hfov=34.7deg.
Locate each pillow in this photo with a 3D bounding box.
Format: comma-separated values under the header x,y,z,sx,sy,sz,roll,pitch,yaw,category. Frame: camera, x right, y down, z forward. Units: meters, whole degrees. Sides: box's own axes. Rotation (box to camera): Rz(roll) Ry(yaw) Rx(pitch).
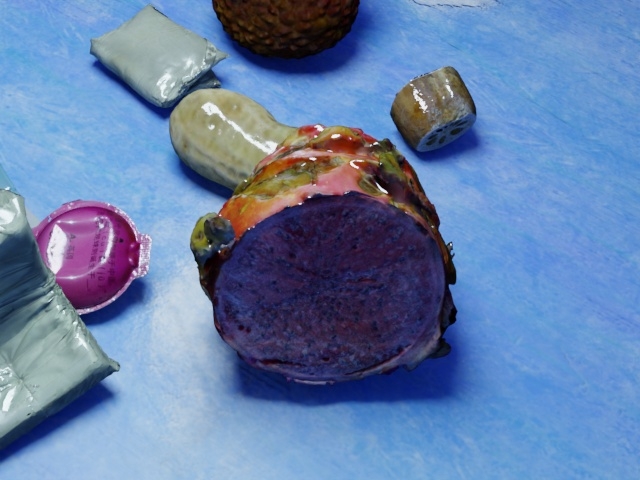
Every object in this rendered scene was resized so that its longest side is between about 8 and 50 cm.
x,y,z,sx,sy,sz,roll,pitch,yaw,category
-0.245,-0.274,1.520,0.181,0.077,0.134,37,55,22,pillow

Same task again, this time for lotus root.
x,y,z,sx,sy,sz,roll,pitch,yaw,category
0.167,-0.186,1.491,0.122,0.112,0.081,-25,72,-13,lotus root

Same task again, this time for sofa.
x,y,z,sx,sy,sz,roll,pitch,yaw,category
-0.358,0.092,1.090,0.210,0.225,0.176,-34,63,-22,sofa

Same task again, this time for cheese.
x,y,z,sx,sy,sz,roll,pitch,yaw,category
-0.328,0.021,1.268,0.244,0.062,0.155,-2,66,6,cheese

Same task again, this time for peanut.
x,y,z,sx,sy,sz,roll,pitch,yaw,category
-0.084,-0.124,1.393,0.253,0.122,0.137,28,42,11,peanut

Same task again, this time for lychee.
x,y,z,sx,sy,sz,roll,pitch,yaw,category
-0.045,-0.407,1.553,0.261,0.260,0.260,4,50,-5,lychee

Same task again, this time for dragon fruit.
x,y,z,sx,sy,sz,roll,pitch,yaw,category
0.000,0.000,1.232,0.296,0.314,0.263,-20,36,5,dragon fruit

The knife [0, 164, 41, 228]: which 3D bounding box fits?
x,y,z,sx,sy,sz,roll,pitch,yaw,category
-0.396,-0.031,1.333,0.058,0.032,0.244,-32,66,-27,knife
